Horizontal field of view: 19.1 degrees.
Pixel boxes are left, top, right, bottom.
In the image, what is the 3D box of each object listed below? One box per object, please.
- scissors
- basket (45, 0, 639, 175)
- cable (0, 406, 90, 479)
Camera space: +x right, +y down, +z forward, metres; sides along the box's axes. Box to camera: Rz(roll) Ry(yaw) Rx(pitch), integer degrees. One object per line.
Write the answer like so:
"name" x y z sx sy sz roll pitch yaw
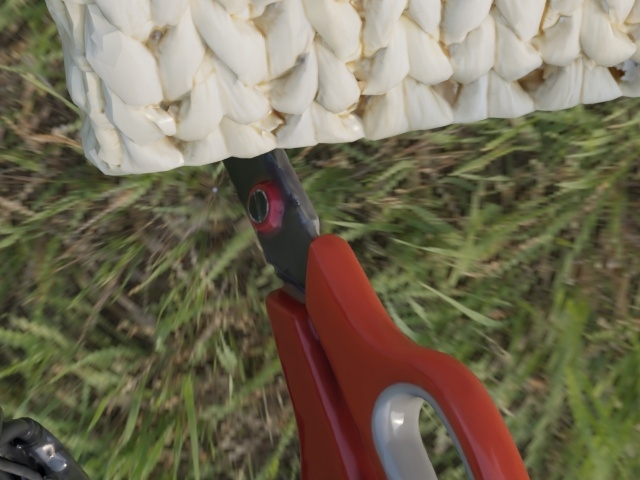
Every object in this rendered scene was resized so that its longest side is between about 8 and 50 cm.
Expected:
"scissors" 0.000 0.000 0.559 0.021 0.109 0.297 -1 68 -34
"basket" 0.028 -0.231 0.478 0.266 0.331 0.328 -11 65 -4
"cable" -0.138 0.132 0.702 0.047 0.184 0.150 18 72 11
